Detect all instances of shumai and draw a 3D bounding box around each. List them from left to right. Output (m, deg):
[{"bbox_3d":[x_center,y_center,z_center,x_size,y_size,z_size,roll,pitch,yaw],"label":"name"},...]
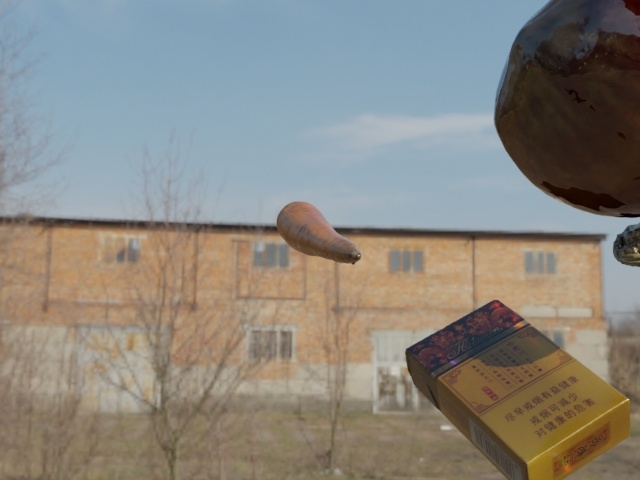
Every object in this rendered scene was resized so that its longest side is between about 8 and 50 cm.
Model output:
[{"bbox_3d":[0.632,-0.011,1.578,0.145,0.116,0.145,-3,10,0],"label":"shumai"}]

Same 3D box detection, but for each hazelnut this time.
[{"bbox_3d":[0.508,-0.239,1.357,0.402,0.402,0.429,9,-53,-42],"label":"hazelnut"}]

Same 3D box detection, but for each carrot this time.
[{"bbox_3d":[0.000,0.000,1.002,0.061,0.061,0.256,4,13,-19],"label":"carrot"}]

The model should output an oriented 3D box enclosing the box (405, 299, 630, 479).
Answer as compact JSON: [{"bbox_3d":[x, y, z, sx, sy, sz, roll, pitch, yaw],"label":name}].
[{"bbox_3d":[0.394,0.306,1.709,0.264,0.116,0.415,-27,35,-17],"label":"box"}]
